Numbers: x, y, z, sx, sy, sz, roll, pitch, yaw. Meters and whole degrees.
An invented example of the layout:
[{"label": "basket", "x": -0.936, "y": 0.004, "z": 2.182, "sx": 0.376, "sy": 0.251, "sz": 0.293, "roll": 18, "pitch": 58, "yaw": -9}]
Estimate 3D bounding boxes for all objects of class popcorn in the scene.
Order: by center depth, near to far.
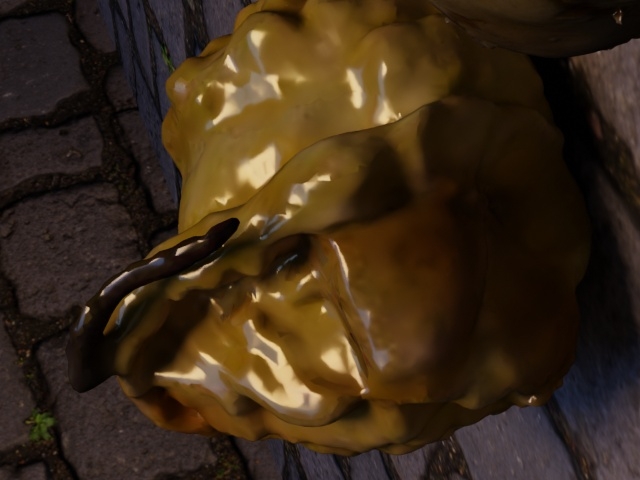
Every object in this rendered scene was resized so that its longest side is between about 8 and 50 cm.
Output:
[{"label": "popcorn", "x": 0.000, "y": 0.000, "z": 0.952, "sx": 0.349, "sy": 0.382, "sz": 0.349, "roll": 42, "pitch": 145, "yaw": 39}]

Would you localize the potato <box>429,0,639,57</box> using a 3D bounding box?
[{"label": "potato", "x": 0.115, "y": -0.165, "z": 0.656, "sx": 0.262, "sy": 0.165, "sz": 0.165, "roll": 144, "pitch": 109, "yaw": -76}]
